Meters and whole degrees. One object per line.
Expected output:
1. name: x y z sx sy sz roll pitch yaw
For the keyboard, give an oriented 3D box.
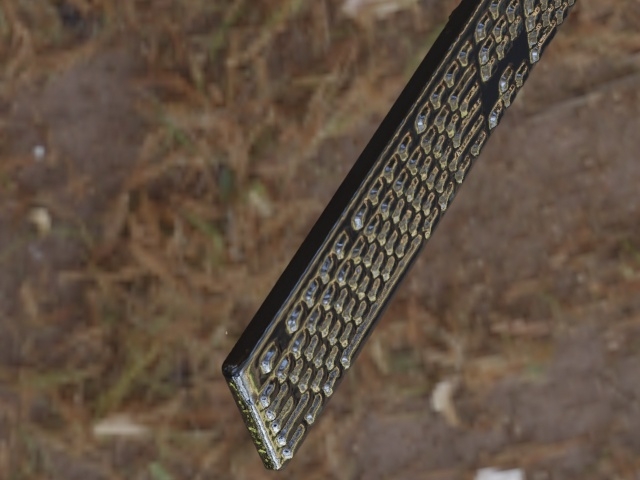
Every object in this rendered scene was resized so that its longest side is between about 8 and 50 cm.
1. keyboard: 0.010 0.006 0.797 0.041 0.381 0.103 29 158 26
